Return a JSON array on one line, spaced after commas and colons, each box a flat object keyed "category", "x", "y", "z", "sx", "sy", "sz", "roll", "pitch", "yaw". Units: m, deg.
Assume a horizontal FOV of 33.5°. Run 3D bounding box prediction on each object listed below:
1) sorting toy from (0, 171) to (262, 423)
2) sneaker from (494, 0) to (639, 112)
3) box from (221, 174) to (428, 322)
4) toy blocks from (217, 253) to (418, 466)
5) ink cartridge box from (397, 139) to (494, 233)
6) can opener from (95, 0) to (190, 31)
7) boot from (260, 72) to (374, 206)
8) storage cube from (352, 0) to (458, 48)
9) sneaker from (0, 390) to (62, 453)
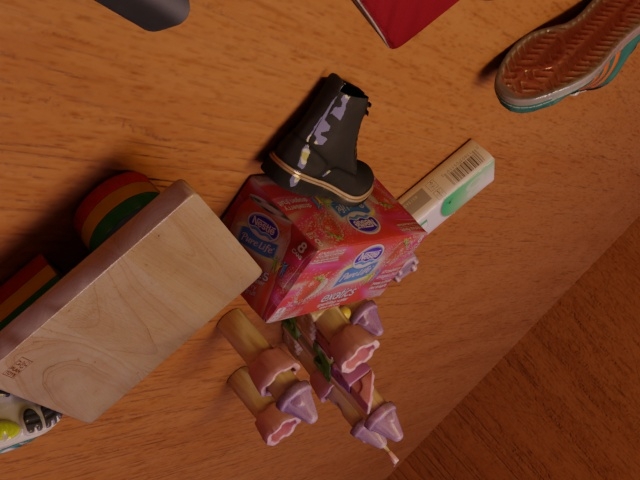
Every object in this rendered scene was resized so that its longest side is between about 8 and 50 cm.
[{"category": "sorting toy", "x": -0.210, "y": 0.050, "z": 1.081, "sx": 0.255, "sy": 0.089, "sz": 0.257, "roll": -41, "pitch": 159, "yaw": -4}, {"category": "sneaker", "x": 0.353, "y": -0.243, "z": 1.482, "sx": 0.302, "sy": 0.108, "sz": 0.121, "roll": -34, "pitch": 153, "yaw": -24}, {"category": "box", "x": 0.000, "y": 0.000, "z": 1.301, "sx": 0.257, "sy": 0.128, "sz": 0.123, "roll": -8, "pitch": 141, "yaw": -55}, {"category": "toy blocks", "x": 0.048, "y": 0.178, "z": 1.543, "sx": 0.309, "sy": 0.260, "sz": 0.288, "roll": -35, "pitch": 157, "yaw": -17}, {"category": "ink cartridge box", "x": 0.188, "y": -0.043, "z": 1.657, "sx": 0.181, "sy": 0.056, "sz": 0.225, "roll": -40, "pitch": 157, "yaw": -7}, {"category": "can opener", "x": -0.183, "y": -0.205, "z": 0.692, "sx": 0.093, "sy": 0.074, "sz": 0.280, "roll": -13, "pitch": 169, "yaw": 25}, {"category": "boot", "x": 0.034, "y": -0.115, "z": 1.225, "sx": 0.137, "sy": 0.077, "sz": 0.198, "roll": -55, "pitch": 157, "yaw": 18}, {"category": "storage cube", "x": 0.053, "y": -0.287, "z": 0.738, "sx": 0.193, "sy": 0.215, "sz": 0.183, "roll": -38, "pitch": 160, "yaw": 7}, {"category": "sneaker", "x": -0.378, "y": 0.197, "z": 1.063, "sx": 0.110, "sy": 0.107, "sz": 0.275, "roll": -38, "pitch": 161, "yaw": 25}]
